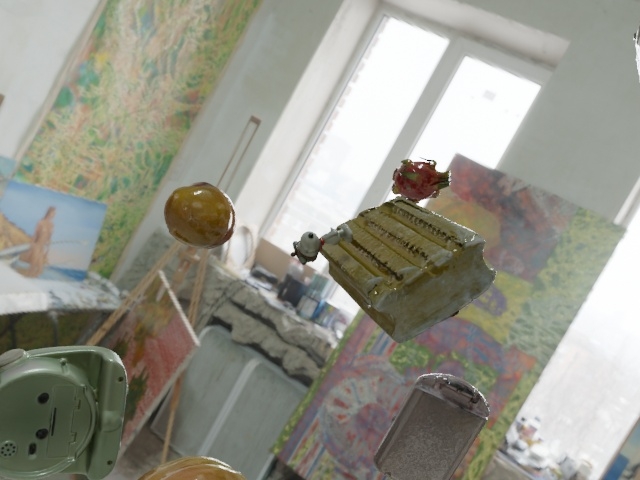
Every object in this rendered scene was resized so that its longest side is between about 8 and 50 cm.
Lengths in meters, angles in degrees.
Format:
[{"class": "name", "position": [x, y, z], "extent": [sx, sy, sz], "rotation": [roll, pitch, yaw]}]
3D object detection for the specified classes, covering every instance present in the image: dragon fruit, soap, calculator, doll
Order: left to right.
[{"class": "doll", "position": [0.001, 0.002, 0.880], "extent": [0.085, 0.058, 0.040], "rotation": [-13, 64, -34]}, {"class": "soap", "position": [0.108, 0.028, 0.908], "extent": [0.089, 0.173, 0.274], "rotation": [61, -7, -23]}, {"class": "dragon fruit", "position": [0.190, -0.112, 1.173], "extent": [0.116, 0.086, 0.081], "rotation": [12, 22, 21]}, {"class": "calculator", "position": [0.136, 0.245, 0.775], "extent": [0.100, 0.175, 0.032], "rotation": [25, 19, -1]}]

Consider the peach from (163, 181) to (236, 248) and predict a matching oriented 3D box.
[{"class": "peach", "position": [-0.225, -0.045, 1.181], "extent": [0.138, 0.138, 0.138], "rotation": [29, 5, -2]}]

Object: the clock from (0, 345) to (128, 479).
[{"class": "clock", "position": [-0.558, 0.348, 1.228], "extent": [0.324, 0.265, 0.108], "rotation": [5, 7, -29]}]

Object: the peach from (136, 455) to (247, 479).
[{"class": "peach", "position": [-0.166, 0.350, 0.746], "extent": [0.184, 0.184, 0.184], "rotation": [29, 5, -2]}]

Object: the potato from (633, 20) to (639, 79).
[{"class": "potato", "position": [0.563, -0.234, 0.831], "extent": [0.219, 0.270, 0.359], "rotation": [8, 48, 3]}]
